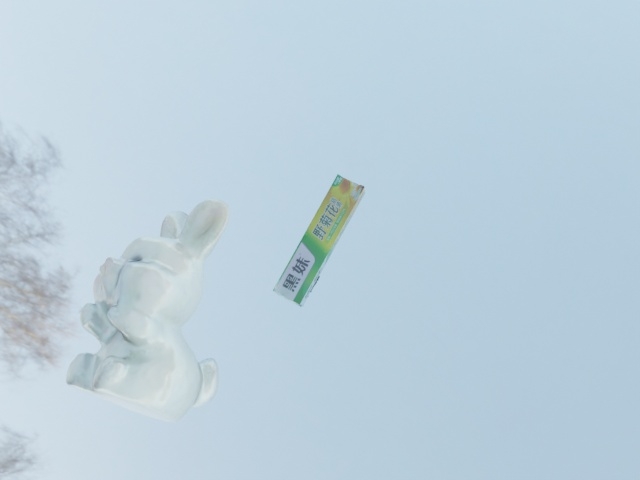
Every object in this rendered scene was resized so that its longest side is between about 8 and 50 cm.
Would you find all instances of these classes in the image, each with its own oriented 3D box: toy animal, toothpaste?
[{"bbox_3d":[-0.258,0.109,1.327,0.196,0.241,0.368,-9,-112,48],"label":"toy animal"},{"bbox_3d":[0.000,0.000,1.051,0.043,0.037,0.178,28,-97,8],"label":"toothpaste"}]
